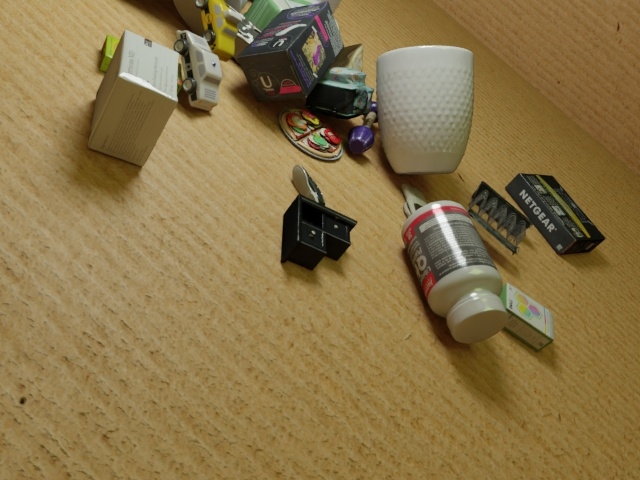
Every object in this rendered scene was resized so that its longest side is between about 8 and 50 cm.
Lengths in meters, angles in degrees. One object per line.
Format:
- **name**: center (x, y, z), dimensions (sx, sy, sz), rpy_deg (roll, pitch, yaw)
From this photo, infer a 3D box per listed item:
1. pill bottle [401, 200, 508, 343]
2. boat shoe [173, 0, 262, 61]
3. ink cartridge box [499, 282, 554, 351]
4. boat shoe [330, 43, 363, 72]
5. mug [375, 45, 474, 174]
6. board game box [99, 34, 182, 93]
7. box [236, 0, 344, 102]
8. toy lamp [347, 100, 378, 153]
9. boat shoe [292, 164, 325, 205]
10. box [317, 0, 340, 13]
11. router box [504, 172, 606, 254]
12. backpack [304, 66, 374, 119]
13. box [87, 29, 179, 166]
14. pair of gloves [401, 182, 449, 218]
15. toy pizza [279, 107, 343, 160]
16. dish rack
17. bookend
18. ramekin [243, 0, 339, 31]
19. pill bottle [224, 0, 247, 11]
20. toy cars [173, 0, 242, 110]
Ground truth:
- **pill bottle**: center (0.317, 0.074, 1.523), dimensions (0.176, 0.176, 0.318), rpy_deg (14, 41, -32)
- **boat shoe**: center (-0.264, -0.598, 1.811), dimensions (0.335, 0.112, 0.095), rpy_deg (40, 43, -10)
- **ink cartridge box**: center (0.497, 0.181, 1.664), dimensions (0.209, 0.062, 0.109), rpy_deg (33, 36, -7)
- **boat shoe**: center (0.086, -0.557, 2.110), dimensions (0.302, 0.109, 0.098), rpy_deg (-71, 146, -54)
- **mug**: center (0.299, -0.356, 1.895), dimensions (0.276, 0.328, 0.374), rpy_deg (0, 2, 3)
- **board game box**: center (-0.416, -0.405, 1.514), dimensions (0.181, 0.043, 0.092), rpy_deg (17, 41, -29)
- **box**: center (-0.073, -0.504, 1.739), dimensions (0.270, 0.165, 0.143), rpy_deg (-59, 138, -38)
- **toy lamp**: center (0.133, -0.330, 1.899), dimensions (0.080, 0.080, 0.275), rpy_deg (34, 35, -8)
- **boat shoe**: center (-0.027, -0.128, 1.552), dimensions (0.038, 0.046, 0.125), rpy_deg (-5, 56, -45)
- **box**: center (-0.006, -0.862, 2.293), dimensions (0.091, 0.170, 0.130), rpy_deg (-6, 54, -44)
- **router box**: center (0.814, -0.095, 2.250), dimensions (0.243, 0.081, 0.309), rpy_deg (-1, 51, -44)
- **backpack**: center (0.062, -0.416, 1.842), dimensions (0.166, 0.144, 0.188), rpy_deg (13, 9, 27)
- **box**: center (-0.371, -0.282, 1.293), dimensions (0.119, 0.182, 0.181), rpy_deg (18, 40, -28)
- **pair of gloves**: center (0.336, -0.059, 1.809), dimensions (0.240, 0.042, 0.204), rpy_deg (26, 36, -19)
- **toy pizza**: center (-0.020, -0.296, 1.761), dimensions (0.201, 0.032, 0.201), rpy_deg (24, 37, -20)
- **dish rack**: center (0.532, -0.066, 1.939), dimensions (0.208, 0.074, 0.271), rpy_deg (40, 23, 4)
- **bookend**: center (0.000, 0.000, 1.408), dimensions (0.156, 0.072, 0.157), rpy_deg (25, 37, -20)
- **ramekin**: center (-0.087, -0.659, 2.010), dimensions (0.303, 0.148, 0.303), rpy_deg (24, 37, -20)
- **pill bottle**: center (-0.285, -0.777, 1.953), dimensions (0.161, 0.161, 0.283), rpy_deg (26, 37, -18)
- **toy cars**: center (-0.264, -0.488, 1.606), dimensions (0.176, 0.087, 0.394), rpy_deg (55, 31, -41)
